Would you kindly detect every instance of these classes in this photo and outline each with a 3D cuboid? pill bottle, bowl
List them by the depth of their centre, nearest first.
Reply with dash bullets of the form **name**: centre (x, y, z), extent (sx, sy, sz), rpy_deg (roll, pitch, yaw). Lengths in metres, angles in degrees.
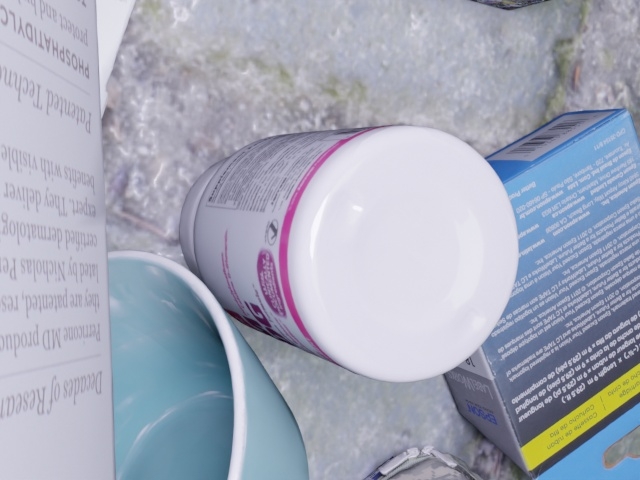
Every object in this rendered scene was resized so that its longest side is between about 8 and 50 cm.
- **bowl**: centre (-0.131, 0.178, 0.660), extent (0.163, 0.311, 0.312), rpy_deg (36, 78, -47)
- **pill bottle**: centre (0.000, 0.000, 0.686), extent (0.160, 0.283, 0.160), rpy_deg (-2, 95, -25)

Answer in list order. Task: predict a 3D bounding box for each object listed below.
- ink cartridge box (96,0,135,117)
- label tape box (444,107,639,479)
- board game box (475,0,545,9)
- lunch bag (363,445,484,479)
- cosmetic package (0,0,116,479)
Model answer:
- **ink cartridge box**: centre (-0.288, -0.149, 0.666), extent (0.275, 0.060, 0.239), rpy_deg (20, 80, -24)
- **label tape box**: centre (0.232, 0.074, 0.899), extent (0.240, 0.106, 0.334), rpy_deg (-28, 106, -21)
- **board game box**: centre (0.103, -0.348, 0.785), extent (0.291, 0.141, 0.232), rpy_deg (6, 91, -26)
- **lunch bag**: centre (0.117, 0.334, 0.764), extent (0.212, 0.305, 0.256), rpy_deg (33, 84, -26)
- **cosmetic package**: centre (-0.296, 0.011, 0.393), extent (0.329, 0.327, 0.394), rpy_deg (-3, 87, 6)
